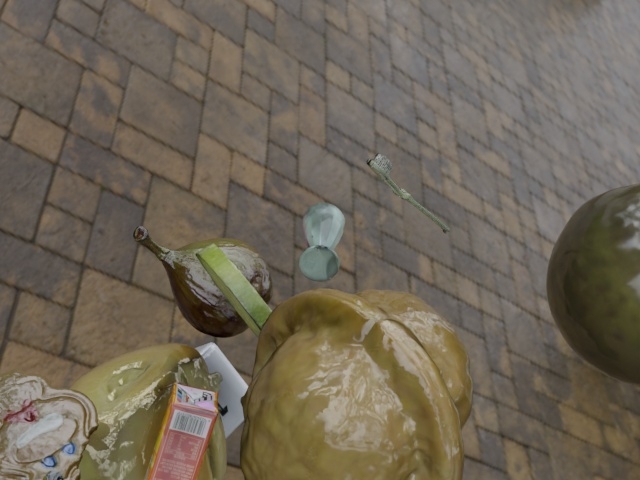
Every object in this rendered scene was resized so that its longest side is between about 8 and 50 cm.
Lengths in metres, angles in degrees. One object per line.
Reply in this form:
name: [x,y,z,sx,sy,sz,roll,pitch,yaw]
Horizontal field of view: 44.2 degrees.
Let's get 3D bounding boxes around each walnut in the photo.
walnut: [0.055,0.244,1.141,0.383,0.383,0.384,27,44,-30]

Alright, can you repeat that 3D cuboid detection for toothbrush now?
toothbrush: [0.148,-0.067,1.277,0.026,0.028,0.294,39,0,38]

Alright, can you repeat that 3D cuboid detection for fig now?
fig: [-0.255,0.056,1.640,0.321,0.217,0.217,40,38,-28]

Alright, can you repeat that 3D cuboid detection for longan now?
longan: [0.526,0.059,1.204,0.360,0.361,0.361,27,44,-30]

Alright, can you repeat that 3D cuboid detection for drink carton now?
drink carton: [-0.216,0.332,1.158,0.070,0.223,0.096,17,6,-10]

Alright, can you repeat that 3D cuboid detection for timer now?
timer: [-0.300,0.386,1.897,0.195,0.192,0.194,53,54,-8]

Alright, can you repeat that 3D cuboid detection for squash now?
squash: [-0.132,0.111,1.433,0.049,0.252,0.252,-38,91,-11]

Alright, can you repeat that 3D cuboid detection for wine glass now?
wine glass: [0.000,0.000,1.276,0.073,0.073,0.155,42,22,-14]

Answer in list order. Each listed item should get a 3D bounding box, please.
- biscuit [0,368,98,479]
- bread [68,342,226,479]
biscuit: [-0.433,0.324,1.222,0.183,0.047,0.320,-9,48,-19]
bread: [-0.354,0.419,1.534,0.348,0.252,0.376,-45,129,-53]
